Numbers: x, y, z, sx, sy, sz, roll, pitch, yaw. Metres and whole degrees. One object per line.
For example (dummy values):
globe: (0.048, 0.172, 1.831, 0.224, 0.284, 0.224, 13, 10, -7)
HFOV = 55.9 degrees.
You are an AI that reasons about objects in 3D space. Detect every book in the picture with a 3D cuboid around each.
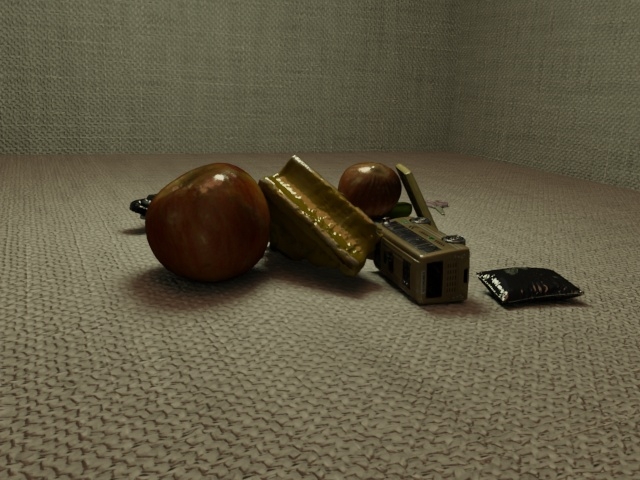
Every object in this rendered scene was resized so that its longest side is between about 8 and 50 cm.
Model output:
book: (0.304, -0.125, 1.900, 0.026, 0.230, 0.161, -26, 17, 2)

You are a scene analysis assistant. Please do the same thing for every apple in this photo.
apple: (-0.249, -0.030, 1.401, 0.302, 0.301, 0.301, 3, 15, -1)

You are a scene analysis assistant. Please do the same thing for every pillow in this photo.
pillow: (0.475, 0.101, 1.383, 0.208, 0.055, 0.141, -2, 22, -15)

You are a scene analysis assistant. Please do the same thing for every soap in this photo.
soap: (0.000, 0.000, 1.524, 0.169, 0.304, 0.339, -39, 68, -19)

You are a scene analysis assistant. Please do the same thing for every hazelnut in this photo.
hazelnut: (0.159, -0.168, 1.959, 0.214, 0.214, 0.176, -2, 50, -18)

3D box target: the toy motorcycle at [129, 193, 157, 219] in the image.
toy motorcycle: (-0.447, -0.088, 1.834, 0.159, 0.106, 0.270, 14, 7, 23)

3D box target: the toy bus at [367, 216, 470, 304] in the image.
toy bus: (0.225, 0.041, 1.416, 0.157, 0.139, 0.289, -7, 21, -17)

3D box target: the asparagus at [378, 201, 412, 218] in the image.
asparagus: (0.187, -0.101, 2.087, 0.278, 0.060, 0.067, -2, 35, -19)

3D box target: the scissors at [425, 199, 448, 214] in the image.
scissors: (0.449, -0.129, 2.308, 0.110, 0.021, 0.212, 1, 14, -1)

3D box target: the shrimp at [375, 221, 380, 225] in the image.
shrimp: (0.145, -0.016, 1.739, 0.082, 0.076, 0.174, -15, 7, 23)
